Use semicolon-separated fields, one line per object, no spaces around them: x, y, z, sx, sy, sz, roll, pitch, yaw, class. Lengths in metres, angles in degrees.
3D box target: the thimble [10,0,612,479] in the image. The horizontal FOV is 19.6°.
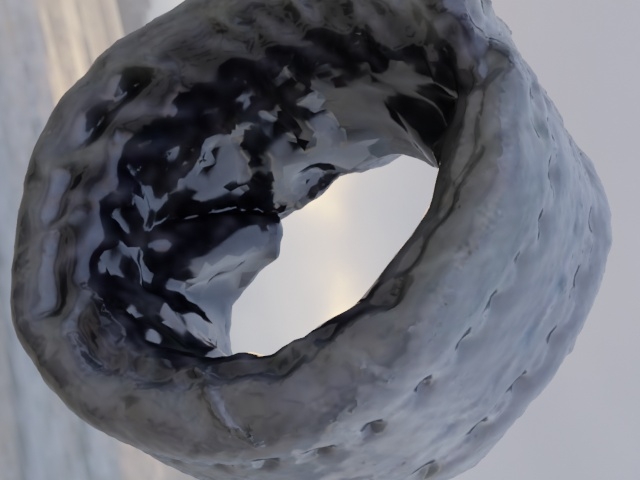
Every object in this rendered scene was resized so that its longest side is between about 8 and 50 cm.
0.000;0.000;0.822;0.217;0.245;0.157;57;8;29;thimble
